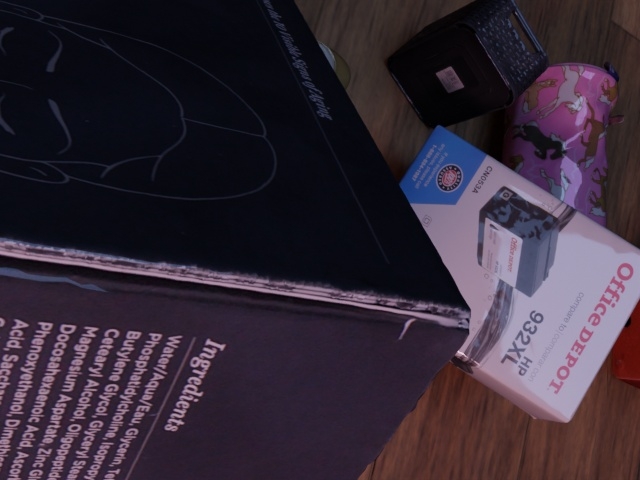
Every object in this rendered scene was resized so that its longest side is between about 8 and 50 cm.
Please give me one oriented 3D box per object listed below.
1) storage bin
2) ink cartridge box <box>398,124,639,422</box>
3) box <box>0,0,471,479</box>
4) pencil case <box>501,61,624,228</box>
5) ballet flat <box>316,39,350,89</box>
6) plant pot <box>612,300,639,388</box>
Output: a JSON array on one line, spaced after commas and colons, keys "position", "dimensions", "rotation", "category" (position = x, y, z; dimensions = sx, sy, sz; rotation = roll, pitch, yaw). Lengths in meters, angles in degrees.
[{"position": [0.188, -0.230, 1.029], "dimensions": [0.084, 0.180, 0.122], "rotation": [-43, 106, -25], "category": "storage bin"}, {"position": [0.205, 0.043, 0.955], "dimensions": [0.307, 0.129, 0.223], "rotation": [33, 82, 4], "category": "ink cartridge box"}, {"position": [-0.229, -0.042, 0.580], "dimensions": [0.472, 0.297, 0.479], "rotation": [9, 37, -27], "category": "box"}, {"position": [0.337, -0.053, 1.115], "dimensions": [0.167, 0.160, 0.385], "rotation": [3, 82, 16], "category": "pencil case"}, {"position": [-0.050, -0.218, 0.955], "dimensions": [0.232, 0.073, 0.080], "rotation": [3, 84, -30], "category": "ballet flat"}, {"position": [0.598, 0.131, 1.199], "dimensions": [0.236, 0.267, 0.267], "rotation": [5, 82, -17], "category": "plant pot"}]
